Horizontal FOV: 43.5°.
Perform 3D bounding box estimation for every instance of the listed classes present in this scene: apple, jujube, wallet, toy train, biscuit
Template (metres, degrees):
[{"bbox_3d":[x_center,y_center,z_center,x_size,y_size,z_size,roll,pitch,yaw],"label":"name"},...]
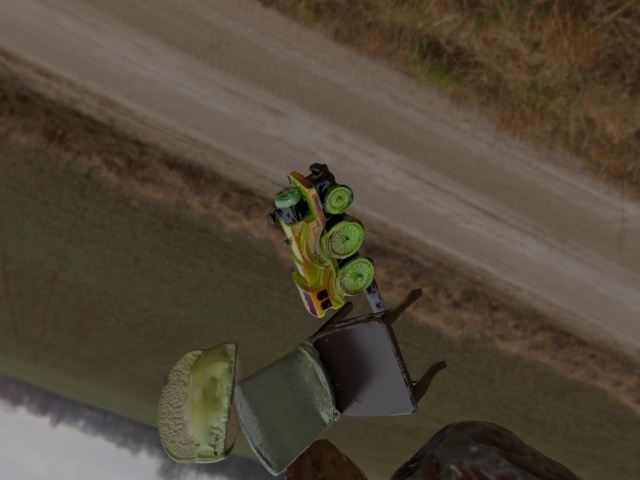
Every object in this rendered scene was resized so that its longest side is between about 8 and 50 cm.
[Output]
[{"bbox_3d":[-0.264,0.367,1.802,0.193,0.265,0.120,-3,160,22],"label":"apple"},{"bbox_3d":[0.236,0.363,0.982,0.317,0.226,0.226,36,164,4],"label":"jujube"},{"bbox_3d":[0.104,0.082,2.005,0.036,0.222,0.167,-27,145,0],"label":"wallet"},{"bbox_3d":[0.000,0.000,1.507,0.100,0.160,0.296,43,156,53],"label":"toy train"},{"bbox_3d":[0.042,0.580,1.687,0.046,0.359,0.359,-34,137,21],"label":"biscuit"}]

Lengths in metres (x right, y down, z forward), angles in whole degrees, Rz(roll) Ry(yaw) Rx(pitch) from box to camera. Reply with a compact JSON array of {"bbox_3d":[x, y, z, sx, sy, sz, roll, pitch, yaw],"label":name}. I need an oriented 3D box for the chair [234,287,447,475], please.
[{"bbox_3d":[0.041,0.203,1.213,0.186,0.160,0.319,-13,-169,34],"label":"chair"}]
